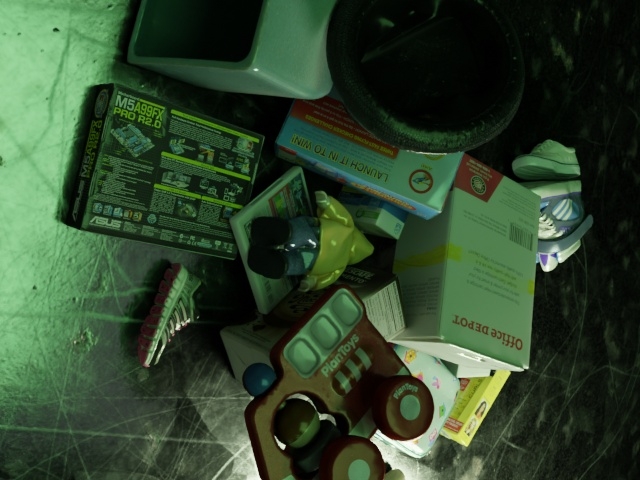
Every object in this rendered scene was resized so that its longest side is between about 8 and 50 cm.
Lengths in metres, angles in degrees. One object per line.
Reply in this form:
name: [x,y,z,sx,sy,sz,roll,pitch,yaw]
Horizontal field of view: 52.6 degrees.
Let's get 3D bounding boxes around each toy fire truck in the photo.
toy fire truck: [0.007,0.249,1.009,0.302,0.169,0.254,-43,100,-26]

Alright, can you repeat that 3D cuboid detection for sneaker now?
sneaker: [0.572,-0.031,1.648,0.323,0.130,0.236,-9,100,-44]
sneaker: [-0.235,0.126,1.045,0.075,0.063,0.170,28,76,-34]
sneaker: [0.569,-0.208,1.654,0.258,0.094,0.091,0,78,-43]

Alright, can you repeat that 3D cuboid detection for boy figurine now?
boy figurine: [0.000,0.000,1.144,0.285,0.092,0.177,-5,104,-56]

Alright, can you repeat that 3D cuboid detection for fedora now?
fedora: [0.148,-0.264,1.020,0.334,0.152,0.334,4,78,-20]

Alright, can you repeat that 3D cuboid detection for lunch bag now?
lunch bag: [0.168,0.333,1.395,0.279,0.108,0.224,43,73,-37]

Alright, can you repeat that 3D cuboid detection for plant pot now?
plant pot: [-0.087,-0.333,0.973,0.252,0.247,0.247,16,88,-56]

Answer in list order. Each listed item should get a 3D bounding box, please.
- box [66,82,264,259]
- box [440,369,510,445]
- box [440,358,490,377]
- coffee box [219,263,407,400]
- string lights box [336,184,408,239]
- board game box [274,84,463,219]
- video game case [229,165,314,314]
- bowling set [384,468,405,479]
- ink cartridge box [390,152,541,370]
box: [-0.231,-0.098,1.009,0.270,0.060,0.216,13,89,-41]
box: [0.375,0.383,1.594,0.232,0.087,0.058,-52,124,-19]
box: [0.342,0.227,1.531,0.130,0.091,0.170,9,93,-40]
coffee box: [-0.005,0.158,1.176,0.297,0.168,0.118,-30,117,-33]
string lights box: [0.131,-0.141,1.255,0.077,0.133,0.259,30,78,-40]
board game box: [0.116,-0.235,1.147,0.308,0.086,0.302,23,82,-2]
video game case: [-0.071,-0.001,1.143,0.183,0.023,0.201,-45,134,-39]
bowling set: [0.186,0.671,1.423,0.154,0.200,0.287,-20,107,-35]
ink cartridge box: [0.299,0.052,1.340,0.279,0.160,0.384,22,68,-33]
